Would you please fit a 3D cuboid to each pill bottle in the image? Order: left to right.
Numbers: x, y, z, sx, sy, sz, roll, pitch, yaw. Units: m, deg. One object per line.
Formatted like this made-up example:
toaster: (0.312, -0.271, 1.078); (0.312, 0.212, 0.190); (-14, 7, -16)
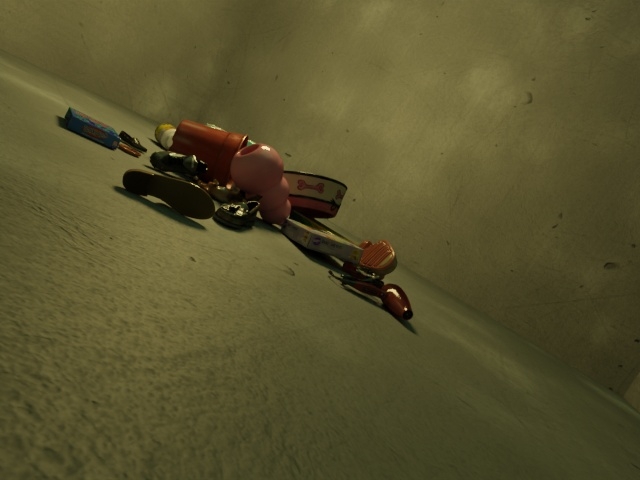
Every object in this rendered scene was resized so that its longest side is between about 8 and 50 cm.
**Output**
pill bottle: (-0.776, -0.528, 2.446); (0.117, 0.117, 0.215); (25, 8, -39)

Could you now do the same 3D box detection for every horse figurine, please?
horse figurine: (-0.353, -0.176, 1.752); (0.263, 0.066, 0.174); (20, -9, -12)

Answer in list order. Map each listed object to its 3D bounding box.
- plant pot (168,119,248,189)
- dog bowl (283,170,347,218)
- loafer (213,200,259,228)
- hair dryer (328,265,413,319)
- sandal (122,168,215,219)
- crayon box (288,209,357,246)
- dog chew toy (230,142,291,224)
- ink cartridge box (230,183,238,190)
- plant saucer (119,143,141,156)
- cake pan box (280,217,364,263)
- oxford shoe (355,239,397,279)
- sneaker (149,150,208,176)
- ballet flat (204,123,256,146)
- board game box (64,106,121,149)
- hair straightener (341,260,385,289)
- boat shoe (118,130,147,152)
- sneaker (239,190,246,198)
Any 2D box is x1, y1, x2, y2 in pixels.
plant pot: (-0.473, -0.359, 1.972); (0.265, 0.272, 0.272); (20, 7, -6)
dog bowl: (-0.084, -0.205, 2.234); (0.408, 0.150, 0.408); (8, -6, 1)
loafer: (-0.261, -0.095, 1.509); (0.096, 0.084, 0.267); (30, 6, 5)
hair dryer: (0.177, 0.176, 1.529); (0.294, 0.080, 0.224); (27, 20, 33)
sandal: (-0.389, -0.133, 1.232); (0.240, 0.088, 0.079); (21, 16, -27)
crayon box: (0.018, -0.020, 2.171); (0.319, 0.081, 0.202); (32, 6, 27)
dog chew toy: (-0.217, -0.208, 1.860); (0.206, 0.207, 0.331); (40, -24, 57)
ink cartridge box: (-0.508, -0.348, 2.245); (0.273, 0.114, 0.198); (30, 6, 5)
plant saucer: (-0.691, -0.325, 1.713); (0.084, 0.013, 0.083); (29, 6, -3)
cake pan box: (0.000, 0.000, 1.838); (0.246, 0.070, 0.267); (21, 4, -30)
oxford shoe: (0.236, 0.091, 1.911); (0.146, 0.140, 0.397); (51, -4, -12)
sneaker: (-0.505, -0.283, 1.729); (0.106, 0.078, 0.234); (-1, -4, 33)
ballet flat: (-0.396, -0.424, 2.270); (0.409, 0.147, 0.147); (29, 6, -8)
board game box: (-0.785, -0.386, 1.627); (0.160, 0.047, 0.210); (25, 7, -37)
hair straightener: (0.191, 0.141, 1.821); (0.231, 0.047, 0.089); (25, 6, 4)
boat shoe: (-0.743, -0.390, 1.878); (0.133, 0.042, 0.049); (32, 4, 4)
sneaker: (-0.358, -0.248, 2.305); (0.098, 0.083, 0.224); (19, 12, -35)
